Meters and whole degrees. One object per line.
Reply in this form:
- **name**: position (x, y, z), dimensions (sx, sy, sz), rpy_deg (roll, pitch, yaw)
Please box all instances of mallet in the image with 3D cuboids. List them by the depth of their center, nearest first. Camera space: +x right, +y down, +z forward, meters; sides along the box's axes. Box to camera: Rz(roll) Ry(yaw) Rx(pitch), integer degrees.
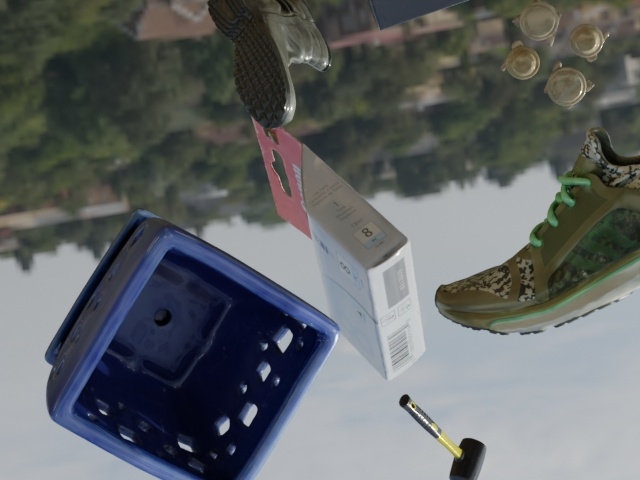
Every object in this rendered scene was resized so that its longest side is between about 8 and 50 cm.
- **mallet**: position (0.152, 0.261, 1.980), dimensions (0.039, 0.062, 0.189), rpy_deg (-3, 152, 39)

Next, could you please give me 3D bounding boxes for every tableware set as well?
- **tableware set**: position (0.383, -0.308, 2.519), dimensions (0.168, 0.141, 0.020), rpy_deg (28, -162, 3)

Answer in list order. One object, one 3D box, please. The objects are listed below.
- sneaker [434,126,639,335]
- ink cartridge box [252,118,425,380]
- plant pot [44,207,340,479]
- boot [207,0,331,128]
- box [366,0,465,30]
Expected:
- **sneaker**: position (0.300, -0.031, 1.655), dimensions (0.410, 0.182, 0.158), rpy_deg (-22, -172, 19)
- **ink cartridge box**: position (0.000, 0.000, 2.370), dimensions (0.091, 0.385, 0.308), rpy_deg (-37, 147, -17)
- **plant pot**: position (-0.152, 0.109, 1.643), dimensions (0.236, 0.236, 0.212), rpy_deg (31, -176, -23)
- **boot**: position (-0.042, -0.249, 2.049), dimensions (0.161, 0.247, 0.083), rpy_deg (7, 141, -42)
- **box**: position (0.126, -0.404, 2.218), dimensions (0.153, 0.108, 0.207), rpy_deg (-18, -153, 4)
